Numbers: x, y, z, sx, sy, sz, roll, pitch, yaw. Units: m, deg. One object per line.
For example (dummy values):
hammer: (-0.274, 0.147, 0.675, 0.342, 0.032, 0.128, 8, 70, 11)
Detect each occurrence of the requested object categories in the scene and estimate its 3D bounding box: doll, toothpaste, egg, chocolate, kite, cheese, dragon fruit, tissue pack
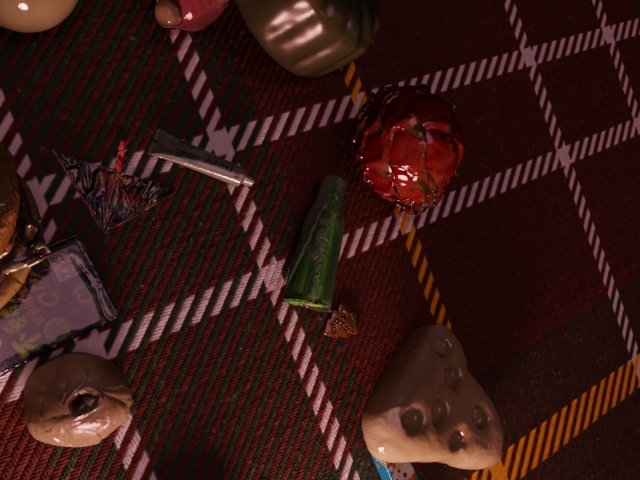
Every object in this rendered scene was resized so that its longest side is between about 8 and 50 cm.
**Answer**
doll: (-0.290, -0.545, 1.088, 0.196, 0.152, 0.255, -26, 90, -39)
toothpaste: (0.179, 0.531, 1.215, 0.065, 0.050, 0.266, -24, 94, -29)
egg: (-0.506, -0.481, 0.954, 0.189, 0.189, 0.253, 12, 72, -23)
toothpaste: (-0.236, -0.158, 1.123, 0.218, 0.041, 0.064, 22, 62, -18)
chocolate: (0.000, 0.000, 1.181, 0.110, 0.110, 0.290, 20, 72, -22)
kite: (-0.396, -0.105, 1.053, 0.232, 0.009, 0.189, 15, 77, -23)
cheese: (0.238, 0.396, 1.185, 0.328, 0.130, 0.350, -31, 96, -44)
dragon fruit: (0.196, -0.199, 1.226, 0.245, 0.244, 0.298, -29, 113, -26)
tissue pack: (-0.489, 0.110, 0.945, 0.236, 0.073, 0.173, -28, 93, -26)

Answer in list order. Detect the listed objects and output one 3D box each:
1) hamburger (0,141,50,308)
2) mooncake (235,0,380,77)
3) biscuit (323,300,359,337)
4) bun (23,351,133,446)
hamburger: (-0.576, -0.004, 0.805, 0.318, 0.195, 0.276, -24, 69, -27)
mooncake: (-0.022, -0.512, 1.127, 0.351, 0.188, 0.351, 34, 48, -48)
biscuit: (0.043, 0.180, 1.219, 0.092, 0.016, 0.082, -26, 95, -27)
bun: (-0.407, 0.271, 0.939, 0.173, 0.113, 0.166, -11, 88, -24)
